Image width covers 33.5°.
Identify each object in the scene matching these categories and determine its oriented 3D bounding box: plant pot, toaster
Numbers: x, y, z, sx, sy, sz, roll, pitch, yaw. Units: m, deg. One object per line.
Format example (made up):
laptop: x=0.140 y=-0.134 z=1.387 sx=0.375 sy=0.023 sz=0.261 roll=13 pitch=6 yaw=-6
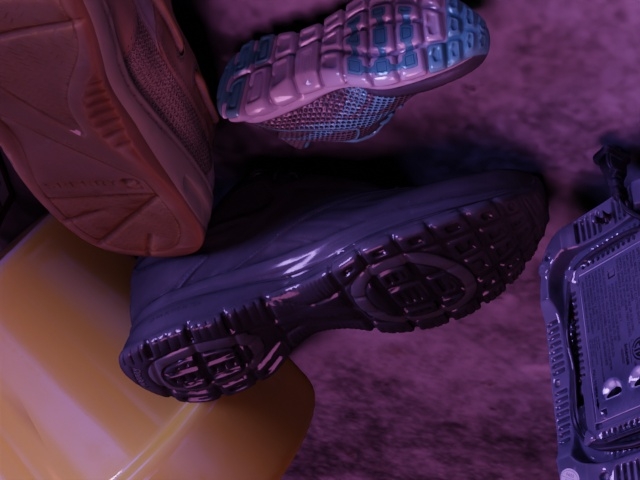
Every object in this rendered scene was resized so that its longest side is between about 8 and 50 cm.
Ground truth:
plant pot: x=-0.172 y=0.112 z=0.797 sx=0.239 sy=0.254 sz=0.254 roll=49 pitch=136 yaw=-13
toaster: x=0.218 y=0.064 z=0.604 sx=0.146 sy=0.227 sz=0.129 roll=14 pitch=148 yaw=-25

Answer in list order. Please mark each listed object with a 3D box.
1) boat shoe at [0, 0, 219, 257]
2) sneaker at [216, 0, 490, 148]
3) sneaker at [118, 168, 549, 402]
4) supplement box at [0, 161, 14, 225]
boat shoe: x=-0.137 y=-0.116 z=0.547 sx=0.122 sy=0.110 sz=0.341 roll=4 pitch=151 yaw=14
sneaker: x=0.025 y=-0.091 z=0.600 sx=0.166 sy=0.065 sz=0.076 roll=-8 pitch=153 yaw=34
sneaker: x=0.000 y=0.000 z=0.678 sx=0.286 sy=0.130 sz=0.109 roll=-17 pitch=142 yaw=7
supplement box: x=-0.333 y=-0.050 z=0.766 sx=0.188 sy=0.081 sz=0.104 roll=11 pitch=143 yaw=8
